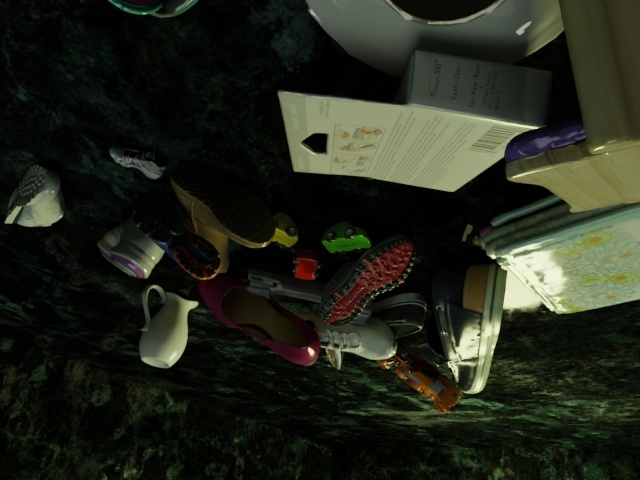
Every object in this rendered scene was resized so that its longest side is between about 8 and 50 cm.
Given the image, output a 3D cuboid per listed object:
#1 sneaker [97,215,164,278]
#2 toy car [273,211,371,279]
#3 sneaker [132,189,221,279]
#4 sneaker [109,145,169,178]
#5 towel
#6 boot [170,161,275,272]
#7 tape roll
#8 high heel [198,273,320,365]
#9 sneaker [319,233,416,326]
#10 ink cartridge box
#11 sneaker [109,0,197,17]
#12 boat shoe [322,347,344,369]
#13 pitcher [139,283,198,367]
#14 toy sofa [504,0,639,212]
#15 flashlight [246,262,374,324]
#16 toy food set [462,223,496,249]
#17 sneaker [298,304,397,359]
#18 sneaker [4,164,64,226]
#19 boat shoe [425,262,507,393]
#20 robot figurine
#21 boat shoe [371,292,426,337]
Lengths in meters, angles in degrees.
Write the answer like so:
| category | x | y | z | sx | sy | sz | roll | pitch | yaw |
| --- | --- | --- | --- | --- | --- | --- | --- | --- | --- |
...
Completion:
| category | x | y | z | sx | sy | sz | roll | pitch | yaw |
| --- | --- | --- | --- | --- | --- | --- | --- | --- | --- |
| sneaker | -0.394 | 0.001 | 1.001 | 0.114 | 0.152 | 0.305 | 44 | 159 | -28 |
| toy car | 0.000 | 0.000 | 0.942 | 0.224 | 0.053 | 0.239 | -9 | 144 | 27 |
| sneaker | -0.274 | -0.002 | 0.855 | 0.221 | 0.083 | 0.087 | 48 | 160 | 10 |
| sneaker | -0.318 | -0.153 | 0.811 | 0.098 | 0.038 | 0.069 | 23 | 145 | -37 |
| towel | 0.511 | 0.003 | 0.767 | 0.374 | 0.090 | 0.320 | -24 | 138 | 38 |
| boot | -0.197 | -0.010 | 0.914 | 0.236 | 0.089 | 0.270 | 39 | 148 | 13 |
| tape roll | 0.117 | -0.291 | 0.412 | 0.286 | 0.100 | 0.286 | 7 | 148 | 4 |
| high heel | -0.158 | 0.168 | 1.100 | 0.377 | 0.127 | 0.181 | 28 | 159 | 13 |
| sneaker | 0.088 | 0.063 | 0.975 | 0.104 | 0.125 | 0.262 | 38 | 113 | -24 |
| ink cartridge box | 0.090 | -0.137 | 0.575 | 0.261 | 0.066 | 0.296 | 8 | 174 | 0 |
| sneaker | -0.191 | -0.284 | 0.431 | 0.295 | 0.179 | 0.124 | -8 | 144 | 27 |
| boat shoe | 0.041 | 0.364 | 1.498 | 0.066 | 0.066 | 0.183 | 8 | 138 | 12 |
| pitcher | -0.461 | 0.244 | 1.309 | 0.125 | 0.207 | 0.177 | -19 | 137 | 37 |
| toy sofa | 0.295 | -0.128 | 0.427 | 0.177 | 0.150 | 0.362 | -11 | 171 | 37 |
| flashlight | -0.022 | 0.127 | 1.112 | 0.303 | 0.103 | 0.103 | 12 | 110 | 4 |
| toy food set | 0.339 | -0.003 | 0.872 | 0.122 | 0.019 | 0.078 | 5 | 147 | 8 |
| sneaker | 0.055 | 0.247 | 1.158 | 0.297 | 0.111 | 0.129 | 6 | -172 | 39 |
| sneaker | -0.583 | -0.087 | 0.957 | 0.094 | 0.090 | 0.235 | 21 | 152 | -41 |
| boat shoe | 0.335 | 0.215 | 1.076 | 0.155 | 0.187 | 0.500 | 7 | 146 | 20 |
| robot figurine | 0.262 | 0.373 | 1.310 | 0.291 | 0.085 | 0.211 | 35 | 166 | 21 |
| boat shoe | 0.163 | 0.232 | 1.211 | 0.108 | 0.102 | 0.301 | 28 | 143 | -27 |
